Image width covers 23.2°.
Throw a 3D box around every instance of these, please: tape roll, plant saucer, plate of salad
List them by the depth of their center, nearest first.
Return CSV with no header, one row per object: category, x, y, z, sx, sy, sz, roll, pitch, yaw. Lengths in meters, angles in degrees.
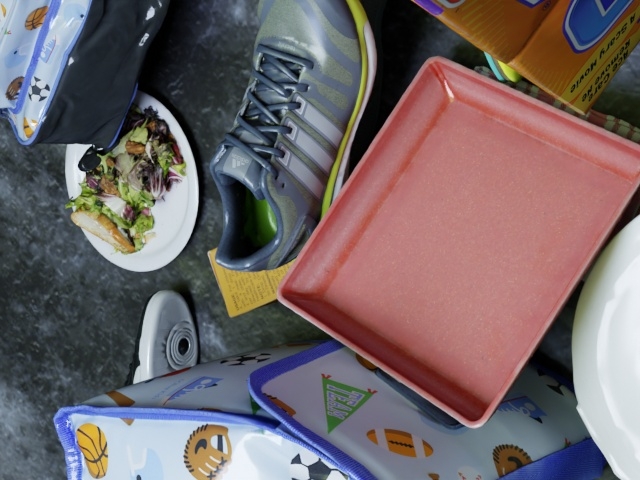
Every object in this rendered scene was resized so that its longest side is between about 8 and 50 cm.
tape roll,0.341,0.093,1.216,0.286,0.100,0.286,10,107,37
plant saucer,0.120,-0.001,1.296,0.259,0.048,0.258,31,87,41
plate of salad,-0.210,-0.063,1.659,0.200,0.048,0.199,10,105,38

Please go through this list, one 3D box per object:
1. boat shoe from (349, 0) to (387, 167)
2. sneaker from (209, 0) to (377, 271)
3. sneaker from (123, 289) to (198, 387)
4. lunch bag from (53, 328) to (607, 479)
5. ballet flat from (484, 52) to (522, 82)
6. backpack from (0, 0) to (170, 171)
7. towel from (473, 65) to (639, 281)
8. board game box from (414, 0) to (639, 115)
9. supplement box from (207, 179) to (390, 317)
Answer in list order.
boat shoe,0.002,-0.223,1.411,0.103,0.118,0.320,18,118,30
sneaker,-0.031,-0.097,1.337,0.111,0.121,0.300,20,121,29
sneaker,-0.198,0.155,1.677,0.121,0.079,0.216,7,105,37
lunch bag,0.016,0.197,1.357,0.385,0.328,0.238,-3,97,41
ballet flat,0.148,-0.251,1.317,0.077,0.077,0.231,-22,84,24
backpack,-0.280,-0.251,1.568,0.276,0.213,0.263,-57,42,30
towel,0.192,-0.055,1.348,0.197,0.029,0.144,27,115,32
board game box,0.104,-0.358,1.075,0.356,0.356,0.356,40,100,26
supplement box,0.000,0.000,1.484,0.233,0.078,0.080,-28,82,39
